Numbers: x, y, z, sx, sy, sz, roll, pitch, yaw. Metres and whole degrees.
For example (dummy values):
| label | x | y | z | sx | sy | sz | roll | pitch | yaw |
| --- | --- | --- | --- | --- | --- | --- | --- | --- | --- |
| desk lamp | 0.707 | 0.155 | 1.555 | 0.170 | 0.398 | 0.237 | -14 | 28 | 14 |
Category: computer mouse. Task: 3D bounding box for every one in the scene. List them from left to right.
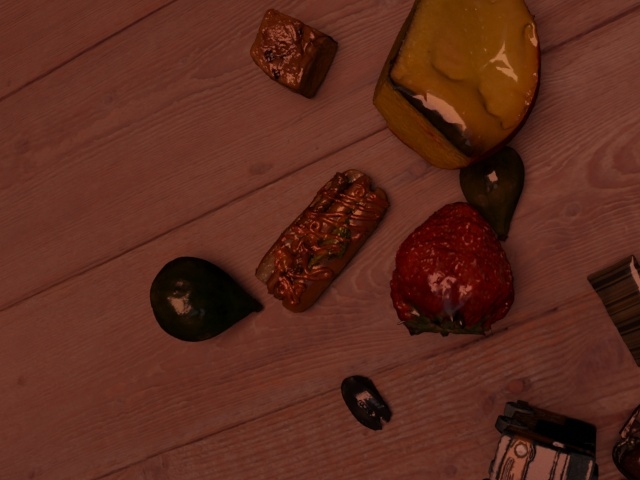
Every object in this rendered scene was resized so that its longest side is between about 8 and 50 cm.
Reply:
| label | x | y | z | sx | sy | sz | roll | pitch | yaw |
| --- | --- | --- | --- | --- | --- | --- | --- | --- | --- |
| computer mouse | 0.094 | 0.352 | 1.901 | 0.079 | 0.047 | 0.135 | -45 | 77 | 15 |

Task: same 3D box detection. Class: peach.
| label | x | y | z | sx | sy | sz | roll | pitch | yaw |
| --- | --- | --- | --- | --- | --- | --- | --- | --- | --- |
| peach | 0.272 | -0.319 | 1.741 | 0.306 | 0.242 | 0.381 | 18 | 74 | 2 |

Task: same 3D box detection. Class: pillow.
| label | x | y | z | sx | sy | sz | roll | pitch | yaw |
| --- | --- | --- | --- | --- | --- | --- | --- | --- | --- |
| pillow | 0.615 | 0.137 | 1.708 | 0.113 | 0.038 | 0.204 | -35 | 79 | 41 |

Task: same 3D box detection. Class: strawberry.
| label | x | y | z | sx | sy | sz | roll | pitch | yaw |
| --- | --- | --- | --- | --- | --- | --- | --- | --- | --- |
| strawberry | 0.264 | 0.054 | 1.750 | 0.257 | 0.257 | 0.277 | -1 | 75 | 20 |

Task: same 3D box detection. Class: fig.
| label | x | y | z | sx | sy | sz | roll | pitch | yaw |
| --- | --- | --- | --- | --- | --- | --- | --- | --- | --- |
| fig | -0.255 | 0.129 | 1.969 | 0.244 | 0.195 | 0.196 | -1 | 89 | 0 |
| fig | 0.356 | -0.095 | 1.774 | 0.132 | 0.126 | 0.185 | -14 | 80 | 6 |

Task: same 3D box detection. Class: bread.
| label | x | y | z | sx | sy | sz | roll | pitch | yaw |
| --- | --- | --- | --- | --- | --- | --- | --- | --- | --- |
| bread | -0.057 | -0.403 | 1.914 | 0.149 | 0.158 | 0.143 | 28 | 94 | 19 |

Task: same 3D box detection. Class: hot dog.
| label | x | y | z | sx | sy | sz | roll | pitch | yaw |
| --- | --- | --- | --- | --- | --- | --- | --- | --- | --- |
| hot dog | 0.000 | 0.000 | 1.904 | 0.158 | 0.117 | 0.349 | 44 | 103 | 15 |

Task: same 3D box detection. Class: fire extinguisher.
| label | x | y | z | sx | sy | sz | roll | pitch | yaw |
| --- | --- | --- | --- | --- | --- | --- | --- | --- | --- |
| fire extinguisher | 0.680 | 0.475 | 1.659 | 0.141 | 0.105 | 0.341 | -35 | 78 | -1 |

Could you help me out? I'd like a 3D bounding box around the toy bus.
| label | x | y | z | sx | sy | sz | roll | pitch | yaw |
| --- | --- | --- | --- | --- | --- | --- | --- | --- | --- |
| toy bus | 0.413 | 0.416 | 1.639 | 0.194 | 0.323 | 0.162 | 15 | 94 | 17 |
